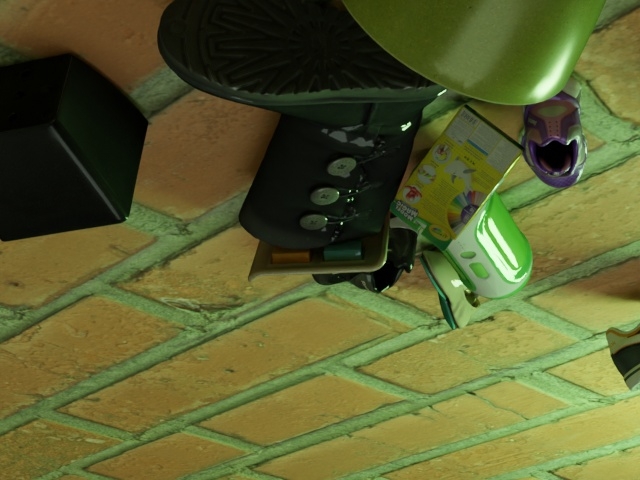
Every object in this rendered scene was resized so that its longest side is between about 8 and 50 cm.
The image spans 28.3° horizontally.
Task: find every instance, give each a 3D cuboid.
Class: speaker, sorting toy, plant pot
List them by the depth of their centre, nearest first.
[{"bbox_3d":[0.194,-0.329,1.209,0.274,0.275,0.293,12,134,-22],"label":"plant pot"},{"bbox_3d":[-0.352,-0.133,1.646,0.187,0.188,0.167,-8,138,15],"label":"plant pot"},{"bbox_3d":[0.228,-0.018,1.906,0.131,0.131,0.296,-11,150,20],"label":"speaker"},{"bbox_3d":[0.000,0.000,1.917,0.208,0.193,0.038,-7,113,8],"label":"sorting toy"}]

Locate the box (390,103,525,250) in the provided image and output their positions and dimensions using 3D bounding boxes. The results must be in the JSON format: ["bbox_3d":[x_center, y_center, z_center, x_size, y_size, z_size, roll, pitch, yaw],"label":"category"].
[{"bbox_3d":[0.184,-0.083,1.727,0.179,0.105,0.043,-53,174,15],"label":"box"}]

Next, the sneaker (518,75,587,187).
[{"bbox_3d":[0.320,-0.123,1.735,0.095,0.105,0.236,-7,153,10],"label":"sneaker"}]

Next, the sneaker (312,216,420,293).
[{"bbox_3d":[0.068,0.043,2.044,0.078,0.106,0.234,24,144,-37],"label":"sneaker"}]

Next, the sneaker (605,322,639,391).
[{"bbox_3d":[0.653,0.134,2.226,0.321,0.127,0.126,-28,156,-1],"label":"sneaker"}]

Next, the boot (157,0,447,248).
[{"bbox_3d":[-0.050,-0.140,1.680,0.367,0.146,0.445,7,156,-10],"label":"boot"}]

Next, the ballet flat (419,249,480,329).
[{"bbox_3d":[0.227,0.070,2.146,0.086,0.086,0.248,-7,153,12],"label":"ballet flat"}]
